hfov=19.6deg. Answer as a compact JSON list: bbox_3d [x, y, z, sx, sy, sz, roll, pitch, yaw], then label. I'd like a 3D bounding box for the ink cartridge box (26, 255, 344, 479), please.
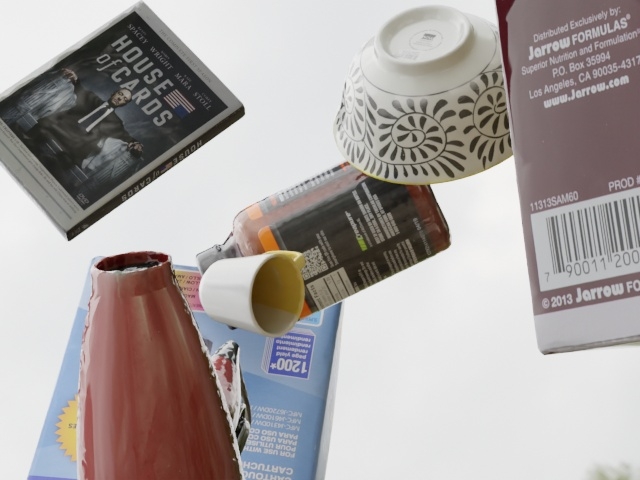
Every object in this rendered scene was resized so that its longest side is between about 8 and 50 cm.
[{"bbox_3d":[-0.129,0.215,1.771,0.151,0.270,0.395,91,-174,-48],"label":"ink cartridge box"}]

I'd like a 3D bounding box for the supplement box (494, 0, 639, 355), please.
[{"bbox_3d":[0.120,-0.089,0.582,0.130,0.073,0.239,0,-99,-39],"label":"supplement box"}]

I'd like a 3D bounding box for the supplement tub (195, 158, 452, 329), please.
[{"bbox_3d":[0.000,0.000,1.508,0.198,0.106,0.106,-25,-40,0],"label":"supplement tub"}]

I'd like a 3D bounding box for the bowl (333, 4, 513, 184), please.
[{"bbox_3d":[0.084,-0.128,1.415,0.170,0.170,0.080,-38,-45,-23],"label":"bowl"}]

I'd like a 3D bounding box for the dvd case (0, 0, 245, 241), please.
[{"bbox_3d":[-0.226,-0.130,1.953,0.239,0.179,0.029,-37,-20,-18],"label":"dvd case"}]

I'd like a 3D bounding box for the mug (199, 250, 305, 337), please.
[{"bbox_3d":[-0.051,0.039,1.377,0.078,0.064,0.062,0,-88,-51],"label":"mug"}]

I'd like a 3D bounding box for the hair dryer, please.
[{"bbox_3d":[-0.076,0.108,0.931,0.080,0.223,0.293,-8,-36,-1],"label":"hair dryer"}]
